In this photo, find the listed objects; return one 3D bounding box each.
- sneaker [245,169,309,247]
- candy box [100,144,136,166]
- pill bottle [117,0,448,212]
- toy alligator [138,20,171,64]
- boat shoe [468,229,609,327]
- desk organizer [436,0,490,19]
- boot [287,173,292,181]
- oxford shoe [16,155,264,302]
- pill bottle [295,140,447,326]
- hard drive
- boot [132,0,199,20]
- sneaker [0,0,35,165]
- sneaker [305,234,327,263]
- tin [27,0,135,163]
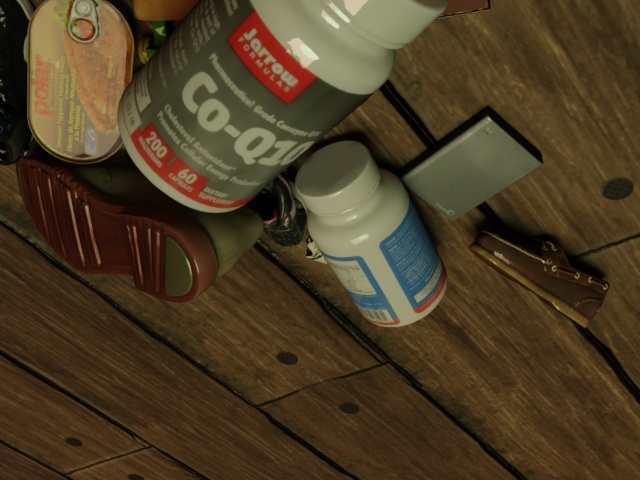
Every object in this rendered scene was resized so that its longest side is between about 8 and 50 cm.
[{"bbox_3d":[-0.059,-0.039,0.879,0.072,0.077,0.178,-7,144,12],"label":"sneaker"},{"bbox_3d":[-0.243,-0.057,0.983,0.105,0.027,0.205,19,136,-5],"label":"candy box"},{"bbox_3d":[-0.039,-0.160,0.675,0.161,0.161,0.283,34,129,-24],"label":"pill bottle"},{"bbox_3d":[-0.159,-0.161,0.839,0.056,0.051,0.189,2,137,8],"label":"toy alligator"},{"bbox_3d":[0.276,0.034,0.969,0.207,0.073,0.073,30,96,-25],"label":"boat shoe"},{"bbox_3d":[0.090,-0.236,0.721,0.130,0.047,0.050,-5,133,15],"label":"desk organizer"},{"bbox_3d":[-0.062,-0.099,0.896,0.121,0.045,0.099,-10,135,22],"label":"boot"},{"bbox_3d":[-0.216,-0.031,0.886,0.348,0.130,0.122,23,128,32],"label":"oxford shoe"},{"bbox_3d":[0.059,-0.008,0.914,0.124,0.124,0.221,-13,133,22],"label":"pill bottle"},{"bbox_3d":[0.170,-0.084,0.887,0.094,0.022,0.135,34,132,-25],"label":"hard drive"},{"bbox_3d":[-0.160,-0.300,0.636,0.264,0.096,0.280,-7,153,-9],"label":"boot"},{"bbox_3d":[-0.343,-0.171,0.810,0.079,0.121,0.216,3,137,5],"label":"sneaker"},{"bbox_3d":[0.000,0.000,0.999,0.037,0.031,0.083,11,137,-3],"label":"sneaker"},{"bbox_3d":[-0.253,-0.172,0.818,0.106,0.040,0.189,5,122,-15],"label":"tin"}]
